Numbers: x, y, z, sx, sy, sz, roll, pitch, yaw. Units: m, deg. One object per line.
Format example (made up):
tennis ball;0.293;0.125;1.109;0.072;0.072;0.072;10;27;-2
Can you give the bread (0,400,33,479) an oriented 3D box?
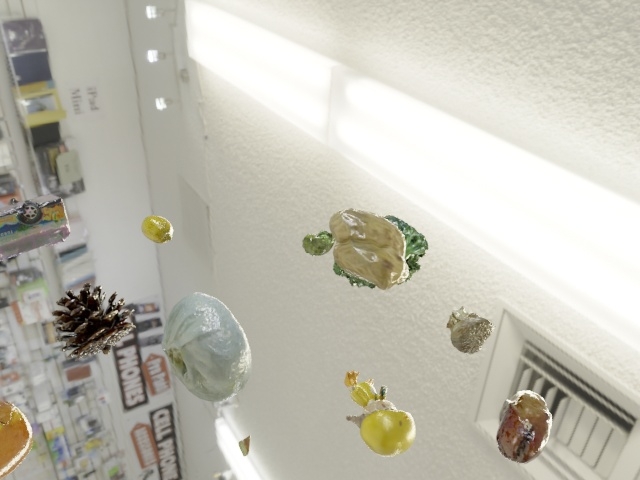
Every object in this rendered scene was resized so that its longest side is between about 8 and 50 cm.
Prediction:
bread;-0.825;0.492;1.361;0.156;0.288;0.204;-29;-88;20

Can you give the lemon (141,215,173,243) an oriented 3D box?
lemon;-0.495;-0.033;1.765;0.111;0.082;0.082;26;-48;19

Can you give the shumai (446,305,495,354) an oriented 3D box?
shumai;0.435;0.254;1.718;0.116;0.146;0.145;-109;-161;-54

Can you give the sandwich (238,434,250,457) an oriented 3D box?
sandwich;-0.282;0.752;2.137;0.031;0.044;0.083;-34;-148;23

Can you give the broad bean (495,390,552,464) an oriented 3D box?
broad bean;0.515;0.472;1.473;0.122;0.228;0.156;24;-71;17

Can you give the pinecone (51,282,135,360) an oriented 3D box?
pinecone;-0.582;0.202;1.476;0.208;0.208;0.207;37;-45;48

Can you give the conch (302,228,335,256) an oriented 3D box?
conch;0.000;0.000;1.596;0.074;0.089;0.121;42;-31;-18

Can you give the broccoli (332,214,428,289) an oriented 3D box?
broccoli;0.190;0.052;1.787;0.295;0.245;0.265;-20;-67;30

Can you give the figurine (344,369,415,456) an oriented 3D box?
figurine;0.210;0.628;2.117;0.187;0.215;0.343;-64;-149;18

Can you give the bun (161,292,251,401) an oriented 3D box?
bun;-0.380;0.348;1.867;0.362;0.211;0.361;31;-49;43

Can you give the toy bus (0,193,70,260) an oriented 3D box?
toy bus;-0.810;-0.019;1.467;0.113;0.317;0.137;17;-56;47

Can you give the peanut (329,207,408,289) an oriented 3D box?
peanut;0.112;0.017;1.286;0.110;0.197;0.233;-53;-155;37
